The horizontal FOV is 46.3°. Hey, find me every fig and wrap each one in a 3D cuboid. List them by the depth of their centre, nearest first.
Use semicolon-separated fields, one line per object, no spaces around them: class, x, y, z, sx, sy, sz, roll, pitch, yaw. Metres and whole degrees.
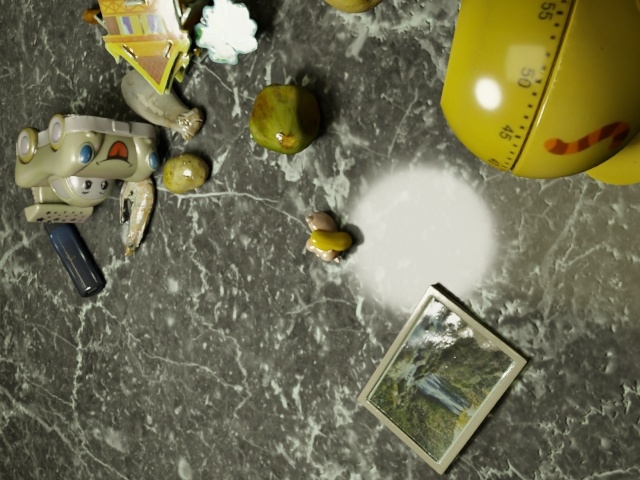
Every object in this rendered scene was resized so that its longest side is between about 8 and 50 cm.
fig;-0.070;-0.246;1.546;0.166;0.154;0.144;-114;5;-47

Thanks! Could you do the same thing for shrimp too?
shrimp;-0.475;-0.071;1.898;0.126;0.047;0.224;24;104;37

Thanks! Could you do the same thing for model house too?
model house;-0.291;-0.495;1.643;0.357;0.242;0.313;0;125;16

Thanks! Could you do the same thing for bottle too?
bottle;-0.669;0.037;2.029;0.072;0.082;0.244;-30;78;-12

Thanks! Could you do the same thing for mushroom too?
mushroom;-0.377;-0.319;1.768;0.116;0.093;0.225;-48;64;7

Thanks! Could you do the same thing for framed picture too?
framed picture;0.234;0.280;1.499;0.240;0.020;0.324;41;117;21

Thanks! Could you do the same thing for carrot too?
carrot;-0.519;-0.562;1.857;0.170;0.042;0.042;3;99;30

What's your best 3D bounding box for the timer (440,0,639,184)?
timer;0.388;-0.254;1.149;0.386;0.376;0.376;15;106;7

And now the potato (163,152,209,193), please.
potato;-0.326;-0.157;1.771;0.137;0.070;0.092;-13;89;34

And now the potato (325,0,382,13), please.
potato;0.066;-0.544;1.373;0.285;0.242;0.243;-22;85;41

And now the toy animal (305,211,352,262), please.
toy animal;0.000;0.000;1.574;0.114;0.091;0.082;48;134;16

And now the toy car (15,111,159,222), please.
toy car;-0.571;-0.170;1.809;0.336;0.242;0.226;-7;85;42
